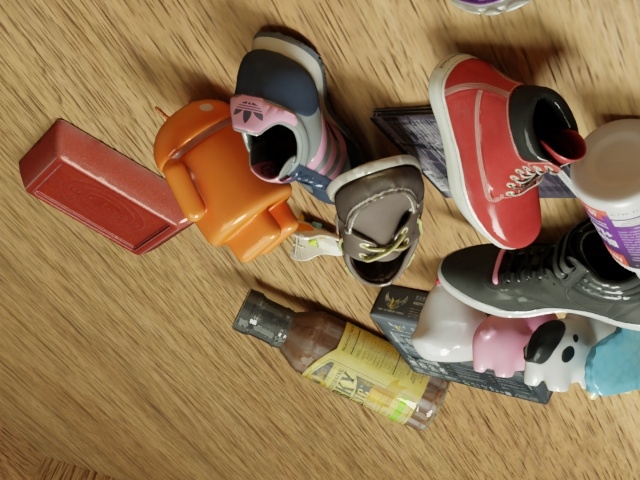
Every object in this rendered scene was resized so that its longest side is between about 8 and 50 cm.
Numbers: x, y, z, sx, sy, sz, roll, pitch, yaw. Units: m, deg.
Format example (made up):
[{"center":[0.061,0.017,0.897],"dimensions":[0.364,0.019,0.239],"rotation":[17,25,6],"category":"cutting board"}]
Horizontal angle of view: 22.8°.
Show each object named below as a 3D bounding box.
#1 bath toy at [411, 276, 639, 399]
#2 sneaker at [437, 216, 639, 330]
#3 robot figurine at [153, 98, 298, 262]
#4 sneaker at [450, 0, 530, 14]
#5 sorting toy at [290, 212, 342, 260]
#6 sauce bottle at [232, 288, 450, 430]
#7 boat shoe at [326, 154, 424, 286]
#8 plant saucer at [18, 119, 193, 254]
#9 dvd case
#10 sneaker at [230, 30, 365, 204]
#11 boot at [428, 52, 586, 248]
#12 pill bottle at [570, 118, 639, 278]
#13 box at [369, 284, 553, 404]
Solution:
[{"center":[0.268,0.110,2.044],"dimensions":[0.151,0.129,0.348],"rotation":[-6,-170,-44],"category":"bath toy"},{"center":[0.273,0.024,1.878],"dimensions":[0.296,0.104,0.147],"rotation":[9,152,22],"category":"sneaker"},{"center":[-0.122,-0.081,1.950],"dimensions":[0.219,0.158,0.128],"rotation":[55,160,7],"category":"robot figurine"},{"center":[0.181,-0.253,1.412],"dimensions":[0.170,0.068,0.071],"rotation":[-10,125,42],"category":"sneaker"},{"center":[0.000,0.000,2.187],"dimensions":[0.075,0.045,0.083],"rotation":[16,157,3],"category":"sorting toy"},{"center":[0.029,0.180,2.469],"dimensions":[0.344,0.111,0.111],"rotation":[26,158,-2],"category":"sauce bottle"},{"center":[0.071,-0.020,1.895],"dimensions":[0.117,0.096,0.324],"rotation":[-13,168,-5],"category":"boat shoe"},{"center":[-0.320,-0.065,2.364],"dimensions":[0.258,0.047,0.259],"rotation":[31,158,-15],"category":"plant saucer"},{"center":[0.183,-0.100,1.793],"dimensions":[0.221,0.018,0.164],"rotation":[2,148,46],"category":"dvd case"},{"center":[-0.036,-0.106,1.856],"dimensions":[0.112,0.131,0.319],"rotation":[13,155,26],"category":"sneaker"},{"center":[0.213,-0.068,1.628],"dimensions":[0.176,0.088,0.244],"rotation":[29,151,47],"category":"boot"},{"center":[0.340,-0.032,1.661],"dimensions":[0.108,0.108,0.193],"rotation":[9,153,35],"category":"pill bottle"},{"center":[0.208,0.149,2.276],"dimensions":[0.233,0.059,0.183],"rotation":[11,154,33],"category":"box"}]
